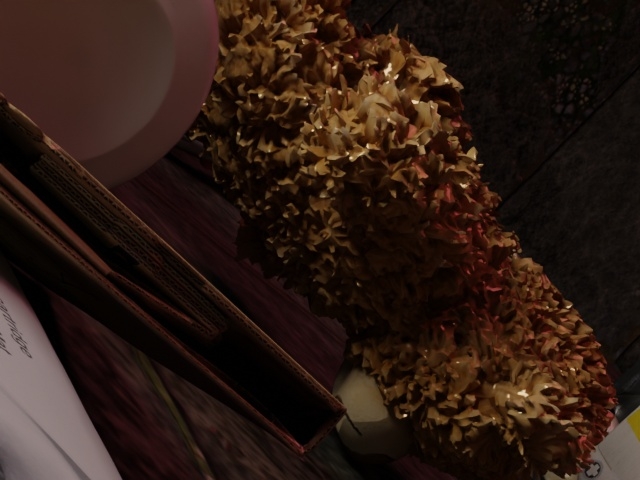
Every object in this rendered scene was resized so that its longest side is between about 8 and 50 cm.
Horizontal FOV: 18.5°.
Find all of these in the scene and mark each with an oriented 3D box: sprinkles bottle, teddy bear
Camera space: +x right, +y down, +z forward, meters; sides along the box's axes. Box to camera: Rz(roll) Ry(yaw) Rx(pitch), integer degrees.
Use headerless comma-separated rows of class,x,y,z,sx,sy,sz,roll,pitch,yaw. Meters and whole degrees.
sprinkles bottle,-0.157,-0.148,0.862,0.121,0.121,0.355,40,7,-37
teddy bear,0.001,-0.026,0.881,0.245,0.113,0.338,17,-43,56

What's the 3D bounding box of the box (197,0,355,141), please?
box,-0.043,-0.192,1.238,0.103,0.261,0.184,46,6,14

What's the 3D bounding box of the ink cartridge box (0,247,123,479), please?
ink cartridge box,-0.092,0.035,0.418,0.224,0.045,0.223,40,7,-38

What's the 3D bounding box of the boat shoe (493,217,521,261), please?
boat shoe,0.090,0.037,1.362,0.103,0.113,0.302,45,17,-5

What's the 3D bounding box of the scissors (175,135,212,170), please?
scissors,-0.066,-0.049,1.257,0.297,0.021,0.109,20,-2,-44

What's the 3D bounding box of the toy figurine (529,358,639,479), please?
toy figurine,0.208,0.173,1.076,0.213,0.148,0.209,47,12,0

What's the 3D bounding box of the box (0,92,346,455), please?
box,-0.095,-0.015,0.579,0.164,0.021,0.201,44,-11,-30
